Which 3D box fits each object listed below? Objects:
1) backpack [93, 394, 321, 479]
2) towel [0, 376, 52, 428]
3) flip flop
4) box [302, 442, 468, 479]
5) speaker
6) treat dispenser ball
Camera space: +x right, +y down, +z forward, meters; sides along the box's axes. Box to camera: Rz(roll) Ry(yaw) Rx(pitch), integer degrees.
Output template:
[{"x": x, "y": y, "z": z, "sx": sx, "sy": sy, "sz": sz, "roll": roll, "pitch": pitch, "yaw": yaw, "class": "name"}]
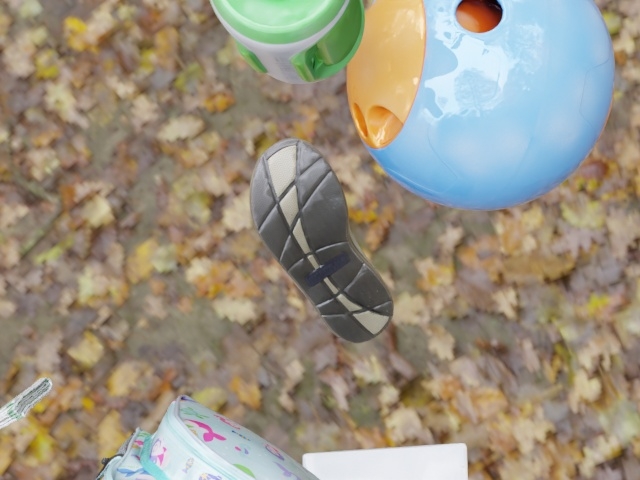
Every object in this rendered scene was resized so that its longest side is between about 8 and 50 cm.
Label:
[{"x": -0.096, "y": 0.254, "z": 1.199, "sx": 0.225, "sy": 0.253, "sz": 0.191, "roll": 33, "pitch": 98, "yaw": 0, "class": "backpack"}, {"x": -0.379, "y": 0.216, "z": 1.643, "sx": 0.152, "sy": 0.113, "sz": 0.023, "roll": -36, "pitch": 92, "yaw": 14, "class": "towel"}, {"x": 0.000, "y": 0.000, "z": 1.695, "sx": 0.112, "sy": 0.277, "sz": 0.080, "roll": -30, "pitch": 28, "yaw": 3, "class": "flip flop"}, {"x": 0.068, "y": 0.338, "z": 1.580, "sx": 0.168, "sy": 0.345, "sz": 0.214, "roll": -3, "pitch": 81, "yaw": -1, "class": "box"}, {"x": -0.025, "y": -0.214, "z": 1.287, "sx": 0.131, "sy": 0.296, "sz": 0.131, "roll": 0, "pitch": 89, "yaw": 4, "class": "speaker"}, {"x": 0.171, "y": -0.175, "z": 1.549, "sx": 0.288, "sy": 0.288, "sz": 0.288, "roll": -9, "pitch": 60, "yaw": 16, "class": "treat dispenser ball"}]
